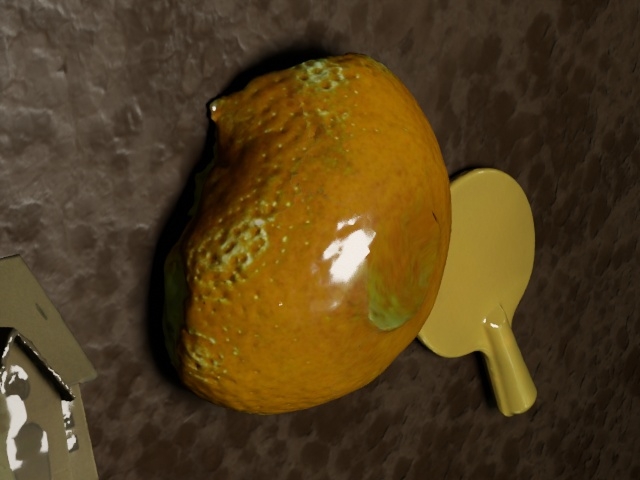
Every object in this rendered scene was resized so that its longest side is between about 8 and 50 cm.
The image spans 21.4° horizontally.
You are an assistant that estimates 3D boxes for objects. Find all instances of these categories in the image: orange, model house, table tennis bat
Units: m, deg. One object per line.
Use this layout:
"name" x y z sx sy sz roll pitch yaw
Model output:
"orange" 0.008 0.004 1.502 0.334 0.196 0.262 -67 156 -15
"model house" -0.268 0.083 1.188 0.211 0.204 0.243 -19 103 -45
"table tennis bat" 0.175 0.066 1.812 0.198 0.050 0.321 -44 132 -28
